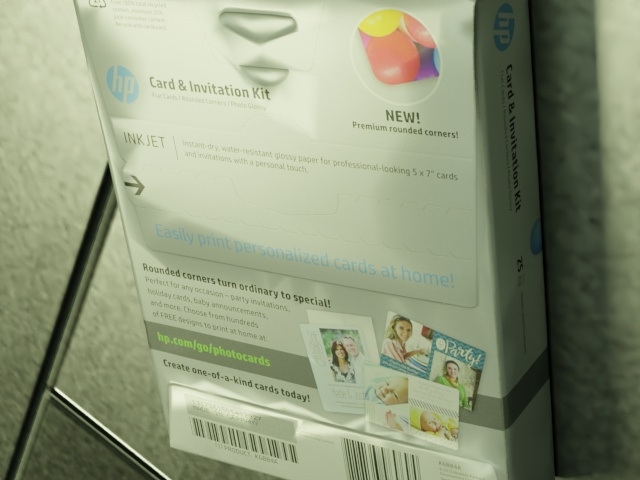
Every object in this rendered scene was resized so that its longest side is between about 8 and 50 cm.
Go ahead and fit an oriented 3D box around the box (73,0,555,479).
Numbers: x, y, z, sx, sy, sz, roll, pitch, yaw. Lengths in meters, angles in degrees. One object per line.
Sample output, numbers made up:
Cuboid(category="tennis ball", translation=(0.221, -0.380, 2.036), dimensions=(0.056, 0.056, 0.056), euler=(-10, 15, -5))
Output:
Cuboid(category="box", translation=(0.000, 0.000, 0.448), dimensions=(0.145, 0.038, 0.186), euler=(9, 123, 31))
